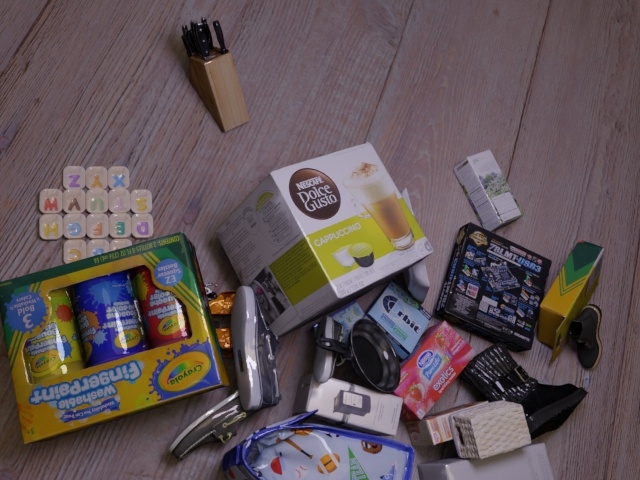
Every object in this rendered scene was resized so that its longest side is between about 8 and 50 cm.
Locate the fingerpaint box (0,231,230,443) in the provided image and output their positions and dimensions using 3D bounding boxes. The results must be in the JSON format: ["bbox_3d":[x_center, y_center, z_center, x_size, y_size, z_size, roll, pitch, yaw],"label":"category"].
[{"bbox_3d":[-0.477,0.223,1.515,0.445,0.163,0.371,-15,77,-5],"label":"fingerpaint box"}]

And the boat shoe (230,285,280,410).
[{"bbox_3d":[-0.151,0.260,1.599,0.102,0.108,0.301,1,71,-30],"label":"boat shoe"}]

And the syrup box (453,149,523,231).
[{"bbox_3d":[0.519,-0.153,2.020,0.093,0.096,0.236,-20,78,-23],"label":"syrup box"}]

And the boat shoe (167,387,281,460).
[{"bbox_3d":[-0.230,0.441,1.599,0.305,0.109,0.091,-35,80,-27],"label":"boat shoe"}]

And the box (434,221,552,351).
[{"bbox_3d":[0.511,0.136,1.906,0.296,0.073,0.293,24,68,-11],"label":"box"}]

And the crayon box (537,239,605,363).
[{"bbox_3d":[0.722,0.179,1.909,0.081,0.202,0.318,24,61,30],"label":"crayon box"}]

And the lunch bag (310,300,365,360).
[{"bbox_3d":[0.067,0.252,1.756,0.151,0.096,0.128,-31,82,-13],"label":"lunch bag"}]

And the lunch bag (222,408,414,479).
[{"bbox_3d":[-0.024,0.533,1.509,0.386,0.328,0.238,15,64,-9],"label":"lunch bag"}]

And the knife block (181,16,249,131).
[{"bbox_3d":[-0.289,-0.475,1.815,0.088,0.242,0.275,-30,83,-22],"label":"knife block"}]

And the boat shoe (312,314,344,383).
[{"bbox_3d":[0.030,0.270,1.608,0.070,0.077,0.219,24,32,-11],"label":"boat shoe"}]

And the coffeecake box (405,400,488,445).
[{"bbox_3d":[0.343,0.487,1.730,0.186,0.142,0.068,-11,77,-19],"label":"coffeecake box"}]

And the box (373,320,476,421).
[{"bbox_3d":[0.283,0.356,1.767,0.128,0.122,0.257,46,66,3],"label":"box"}]

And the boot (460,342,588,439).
[{"bbox_3d":[0.579,0.405,1.836,0.348,0.131,0.260,-1,39,-45],"label":"boot"}]

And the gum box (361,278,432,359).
[{"bbox_3d":[0.214,0.214,1.798,0.157,0.041,0.184,43,40,1],"label":"gum box"}]

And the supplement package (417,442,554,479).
[{"bbox_3d":[0.433,0.639,1.687,0.293,0.177,0.175,-6,74,-18],"label":"supplement package"}]

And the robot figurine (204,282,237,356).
[{"bbox_3d":[-0.262,0.215,1.679,0.291,0.085,0.211,2,71,-16],"label":"robot figurine"}]

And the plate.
[{"bbox_3d":[0.244,0.024,1.799,0.045,0.277,0.278,-11,75,3],"label":"plate"}]

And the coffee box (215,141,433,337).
[{"bbox_3d":[0.000,0.000,1.650,0.338,0.338,0.334,-22,79,-38],"label":"coffee box"}]

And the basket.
[{"bbox_3d":[0.426,0.472,1.625,0.167,0.103,0.113,-10,80,-20],"label":"basket"}]

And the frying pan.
[{"bbox_3d":[0.100,0.299,1.586,0.326,0.053,0.197,-12,73,-58],"label":"frying pan"}]

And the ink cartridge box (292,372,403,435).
[{"bbox_3d":[0.064,0.420,1.655,0.237,0.172,0.100,18,70,-9],"label":"ink cartridge box"}]

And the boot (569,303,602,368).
[{"bbox_3d":[0.762,0.298,1.902,0.137,0.077,0.197,-19,107,-45],"label":"boot"}]

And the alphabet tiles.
[{"bbox_3d":[-0.588,-0.070,1.715,0.284,0.021,0.277,-1,73,-17],"label":"alphabet tiles"}]
